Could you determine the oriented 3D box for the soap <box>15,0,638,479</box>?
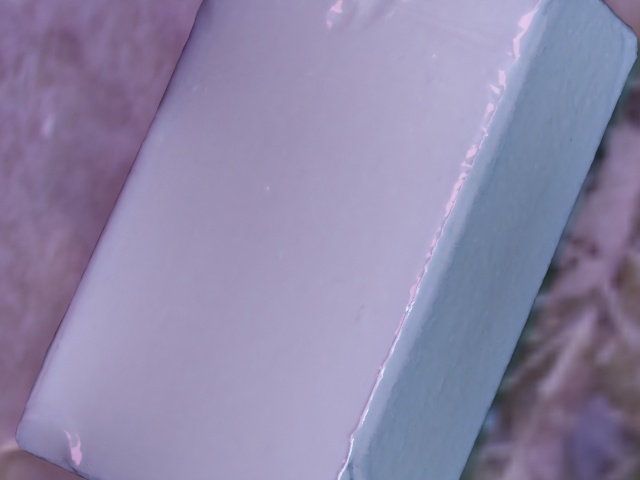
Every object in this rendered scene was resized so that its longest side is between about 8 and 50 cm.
[{"bbox_3d":[0.000,0.000,0.551,0.121,0.064,0.183,18,80,38],"label":"soap"}]
